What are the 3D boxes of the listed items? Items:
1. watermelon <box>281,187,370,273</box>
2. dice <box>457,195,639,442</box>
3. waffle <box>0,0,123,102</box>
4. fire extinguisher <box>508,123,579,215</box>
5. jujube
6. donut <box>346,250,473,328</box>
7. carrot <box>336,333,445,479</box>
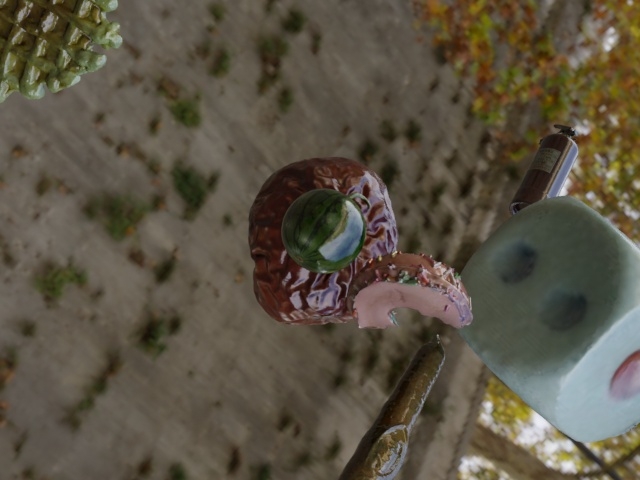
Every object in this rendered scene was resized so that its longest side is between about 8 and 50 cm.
[{"bbox_3d":[0.006,-0.016,1.357,0.109,0.109,0.109,-34,-151,22],"label":"watermelon"},{"bbox_3d":[0.374,0.112,1.716,0.265,0.268,0.262,-49,-133,8],"label":"dice"},{"bbox_3d":[-0.265,-0.216,1.081,0.183,0.169,0.036,-21,180,29],"label":"waffle"},{"bbox_3d":[0.403,-0.130,2.115,0.099,0.071,0.231,-13,-140,51],"label":"fire extinguisher"},{"bbox_3d":[0.000,0.000,1.662,0.213,0.213,0.232,-15,-108,46],"label":"jujube"},{"bbox_3d":[0.104,0.058,1.478,0.166,0.117,0.065,-3,-134,22],"label":"donut"},{"bbox_3d":[0.103,0.266,1.673,0.070,0.070,0.342,-9,-140,50],"label":"carrot"}]
